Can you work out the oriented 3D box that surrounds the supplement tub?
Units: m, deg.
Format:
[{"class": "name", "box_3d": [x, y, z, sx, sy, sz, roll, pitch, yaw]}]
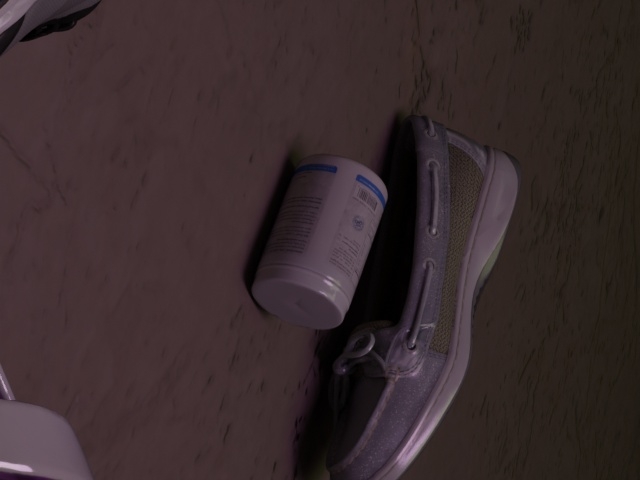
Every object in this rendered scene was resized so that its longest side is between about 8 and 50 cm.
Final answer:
[{"class": "supplement tub", "box_3d": [0.000, 0.000, 1.354, 0.071, 0.071, 0.107, 66, 40, -54]}]

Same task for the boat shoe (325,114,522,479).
[{"class": "boat shoe", "box_3d": [0.063, 0.052, 1.508, 0.118, 0.103, 0.320, -34, -149, 64]}]

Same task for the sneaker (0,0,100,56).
[{"class": "sneaker", "box_3d": [-0.145, -0.127, 0.909, 0.271, 0.100, 0.108, -59, 155, -44]}]

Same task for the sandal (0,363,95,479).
[{"class": "sandal", "box_3d": [-0.133, 0.110, 0.654, 0.169, 0.102, 0.416, -54, 137, -28]}]
